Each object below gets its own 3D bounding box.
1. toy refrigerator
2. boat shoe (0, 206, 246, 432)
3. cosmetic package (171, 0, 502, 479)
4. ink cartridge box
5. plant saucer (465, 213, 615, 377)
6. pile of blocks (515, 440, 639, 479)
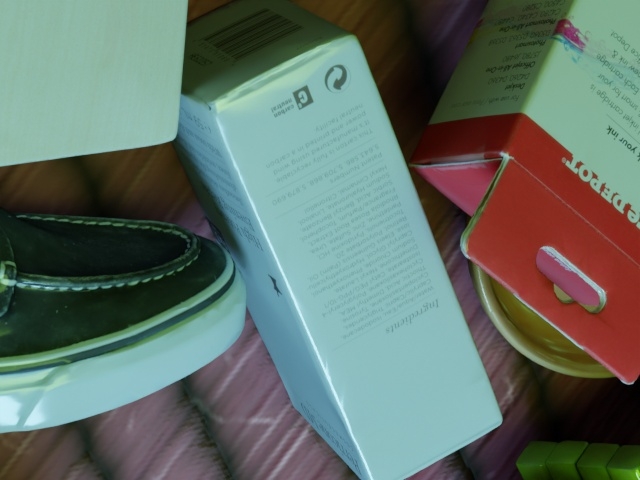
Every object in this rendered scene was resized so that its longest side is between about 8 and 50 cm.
[{"bbox_3d":[-0.117,-0.176,0.780,0.102,0.094,0.269,-11,120,-31],"label":"toy refrigerator"},{"bbox_3d":[-0.192,0.016,0.819,0.335,0.121,0.119,-6,114,-21],"label":"boat shoe"},{"bbox_3d":[0.000,0.000,0.906,0.085,0.117,0.231,-28,116,-13],"label":"cosmetic package"},{"bbox_3d":[0.136,-0.060,0.891,0.134,0.078,0.231,37,70,-28],"label":"ink cartridge box"},{"bbox_3d":[0.167,-0.021,1.019,0.200,0.037,0.200,-9,113,-22],"label":"plant saucer"},{"bbox_3d":[0.217,0.099,1.029,0.362,0.149,0.112,-35,115,-16],"label":"pile of blocks"}]
